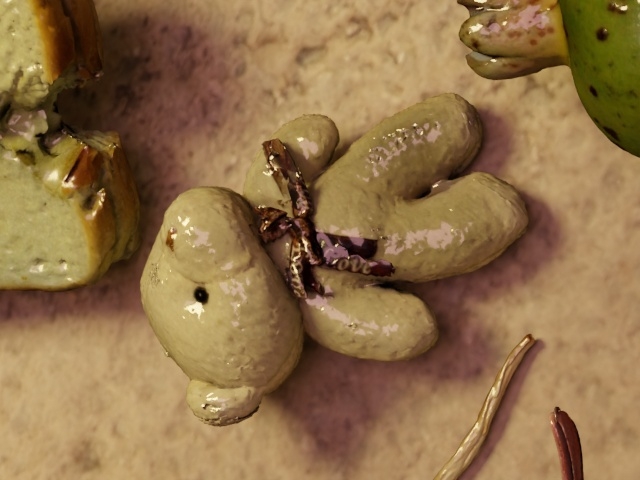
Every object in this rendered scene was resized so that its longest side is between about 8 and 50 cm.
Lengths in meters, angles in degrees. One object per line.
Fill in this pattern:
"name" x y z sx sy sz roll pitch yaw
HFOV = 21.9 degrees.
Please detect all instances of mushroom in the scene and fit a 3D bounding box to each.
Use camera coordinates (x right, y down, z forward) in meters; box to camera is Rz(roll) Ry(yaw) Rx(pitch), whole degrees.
"mushroom" 0.072 0.187 1.151 0.028 0.026 0.286 28 93 7

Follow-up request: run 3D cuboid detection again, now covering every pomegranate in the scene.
"pomegranate" 0.207 -0.148 1.044 0.248 0.202 0.202 -2 83 21

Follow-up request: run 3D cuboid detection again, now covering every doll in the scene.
"doll" -0.002 -0.004 1.148 0.278 0.149 0.175 -29 41 4

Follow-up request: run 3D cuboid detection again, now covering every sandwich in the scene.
"sandwich" -0.266 -0.091 1.223 0.249 0.095 0.273 -1 113 22

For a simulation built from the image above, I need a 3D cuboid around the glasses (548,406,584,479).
"glasses" 0.256 0.207 0.932 0.234 0.118 0.268 -20 56 24
